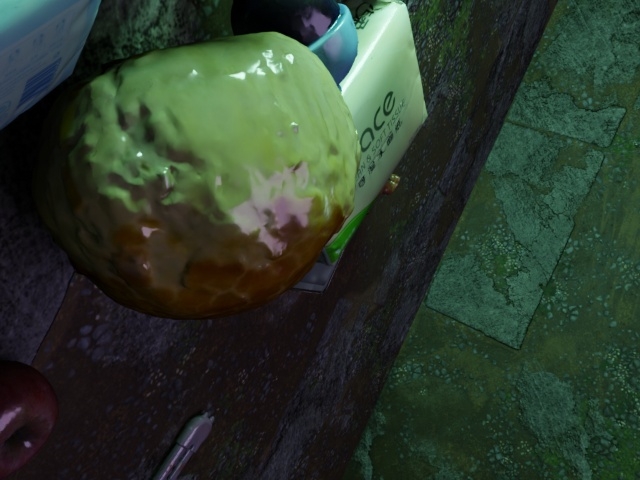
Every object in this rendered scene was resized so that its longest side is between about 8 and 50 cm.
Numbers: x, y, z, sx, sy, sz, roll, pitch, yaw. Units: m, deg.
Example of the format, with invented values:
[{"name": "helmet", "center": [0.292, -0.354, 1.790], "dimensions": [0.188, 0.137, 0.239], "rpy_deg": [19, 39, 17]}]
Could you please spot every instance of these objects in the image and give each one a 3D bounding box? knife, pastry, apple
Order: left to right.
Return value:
[{"name": "apple", "center": [-0.409, 0.222, 0.738], "dimensions": [0.153, 0.119, 0.153], "rpy_deg": [-53, 158, -33]}, {"name": "knife", "center": [-0.348, 0.537, 1.239], "dimensions": [0.399, 0.038, 0.132], "rpy_deg": [-57, 157, -20]}, {"name": "pastry", "center": [-0.135, -0.065, 0.710], "dimensions": [0.388, 0.388, 0.313], "rpy_deg": [-34, 115, -49]}]

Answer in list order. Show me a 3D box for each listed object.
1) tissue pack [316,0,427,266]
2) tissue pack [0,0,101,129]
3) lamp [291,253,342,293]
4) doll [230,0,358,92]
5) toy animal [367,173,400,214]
[{"name": "tissue pack", "center": [0.021, -0.202, 1.124], "dimensions": [0.405, 0.205, 0.332], "rpy_deg": [-59, 151, -18]}, {"name": "tissue pack", "center": [-0.269, -0.113, 0.398], "dimensions": [0.177, 0.089, 0.263], "rpy_deg": [-34, -162, 50]}, {"name": "lamp", "center": [0.000, 0.000, 1.450], "dimensions": [0.267, 0.047, 0.269], "rpy_deg": [-67, 156, 1]}, {"name": "doll", "center": [-0.055, -0.322, 0.847], "dimensions": [0.314, 0.177, 0.141], "rpy_deg": [54, 36, -34]}, {"name": "toy animal", "center": [0.126, -0.202, 1.445], "dimensions": [0.157, 0.097, 0.313], "rpy_deg": [-17, 115, -57]}]
